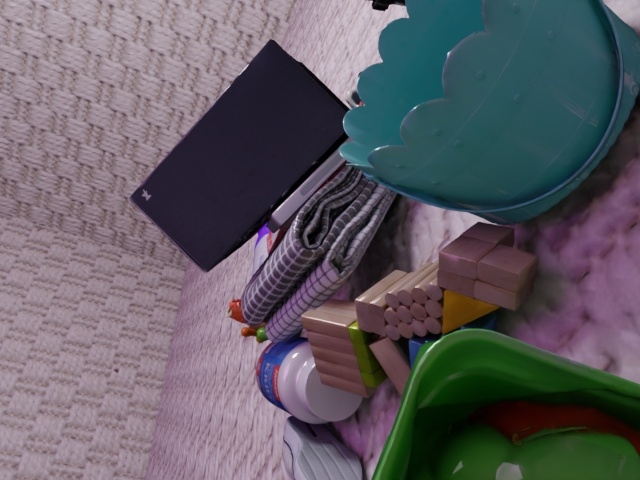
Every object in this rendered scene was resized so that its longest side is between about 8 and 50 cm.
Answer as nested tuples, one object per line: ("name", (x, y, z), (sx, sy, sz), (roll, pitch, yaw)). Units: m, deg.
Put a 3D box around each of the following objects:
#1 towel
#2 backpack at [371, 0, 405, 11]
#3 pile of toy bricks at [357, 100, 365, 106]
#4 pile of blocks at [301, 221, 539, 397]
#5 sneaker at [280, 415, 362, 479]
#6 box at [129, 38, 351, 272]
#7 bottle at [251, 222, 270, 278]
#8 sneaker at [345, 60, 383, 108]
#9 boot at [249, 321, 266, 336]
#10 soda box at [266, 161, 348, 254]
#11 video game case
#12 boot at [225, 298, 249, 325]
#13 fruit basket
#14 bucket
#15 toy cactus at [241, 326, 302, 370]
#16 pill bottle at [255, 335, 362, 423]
("towel", (0.000, 0.000, 0.947), (0.235, 0.121, 0.284), (-53, 2, 46))
("backpack", (0.159, -0.503, 0.906), (0.253, 0.225, 0.191), (106, 167, -47))
("pile of toy bricks", (0.113, -0.214, 0.989), (0.118, 0.105, 0.212), (-98, 31, -54))
("pile of blocks", (0.125, 0.091, 0.696), (0.112, 0.149, 0.362), (-30, -1, -40))
("sneaker", (-0.002, 0.335, 0.845), (0.258, 0.094, 0.091), (-160, 74, -79))
("box", (-0.110, -0.147, 1.054), (0.343, 0.179, 0.312), (-45, 2, 13))
("bottle", (-0.113, 0.029, 1.455), (0.283, 0.092, 0.118), (-90, 26, -46))
("sneaker", (0.122, -0.297, 1.083), (0.237, 0.086, 0.085), (-38, 36, 58))
("boot", (-0.141, 0.179, 1.489), (0.118, 0.042, 0.087), (-51, 20, 46))
("soda box", (-0.031, -0.082, 1.315), (0.083, 0.092, 0.263), (-110, 42, -62))
("video game case", (-0.010, -0.098, 1.007), (0.206, 0.026, 0.227), (-46, 3, -7))
("boot", (-0.198, 0.175, 1.585), (0.158, 0.084, 0.059), (-51, 25, 45))
("fruit basket", (0.094, 0.241, 0.285), (0.392, 0.282, 0.392), (-161, 90, -88))
("bucket", (0.165, -0.159, 0.608), (0.281, 0.183, 0.281), (-56, 18, 29))
("toy cactus", (-0.074, 0.198, 1.181), (0.219, 0.112, 0.180), (-56, 32, 20))
("pill bottle", (-0.018, 0.214, 0.923), (0.221, 0.124, 0.124), (161, 125, -69))
